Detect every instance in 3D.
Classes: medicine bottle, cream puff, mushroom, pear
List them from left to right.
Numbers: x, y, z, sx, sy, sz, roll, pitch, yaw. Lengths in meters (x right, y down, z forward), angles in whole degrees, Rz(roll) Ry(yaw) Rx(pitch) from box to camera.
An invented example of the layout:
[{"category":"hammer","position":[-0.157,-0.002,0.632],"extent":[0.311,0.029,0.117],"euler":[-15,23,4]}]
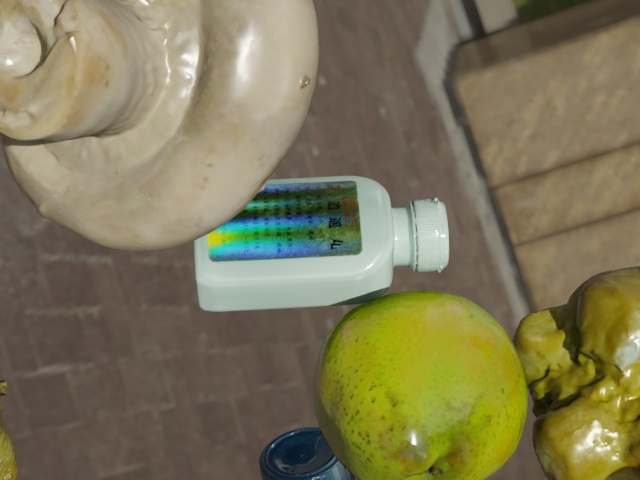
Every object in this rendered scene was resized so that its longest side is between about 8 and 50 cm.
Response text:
[{"category":"mushroom","position":[-0.161,-0.146,1.186],"extent":[0.290,0.292,0.293],"euler":[13,61,-63]},{"category":"medicine bottle","position":[0.000,0.000,1.410],"extent":[0.083,0.228,0.121],"euler":[88,-2,-50]},{"category":"pear","position":[0.085,0.137,1.326],"extent":[0.220,0.187,0.188],"euler":[-91,160,-74]},{"category":"cream puff","position":[0.350,0.156,1.441],"extent":[0.323,0.274,0.270],"euler":[27,32,-59]}]

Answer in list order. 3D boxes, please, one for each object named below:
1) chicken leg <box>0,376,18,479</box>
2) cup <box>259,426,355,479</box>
[{"category":"chicken leg","position":[-0.291,0.184,1.290],"extent":[0.070,0.093,0.178],"euler":[51,-44,38]},{"category":"cup","position":[0.001,0.314,1.859],"extent":[0.150,0.113,0.138],"euler":[27,-42,48]}]
